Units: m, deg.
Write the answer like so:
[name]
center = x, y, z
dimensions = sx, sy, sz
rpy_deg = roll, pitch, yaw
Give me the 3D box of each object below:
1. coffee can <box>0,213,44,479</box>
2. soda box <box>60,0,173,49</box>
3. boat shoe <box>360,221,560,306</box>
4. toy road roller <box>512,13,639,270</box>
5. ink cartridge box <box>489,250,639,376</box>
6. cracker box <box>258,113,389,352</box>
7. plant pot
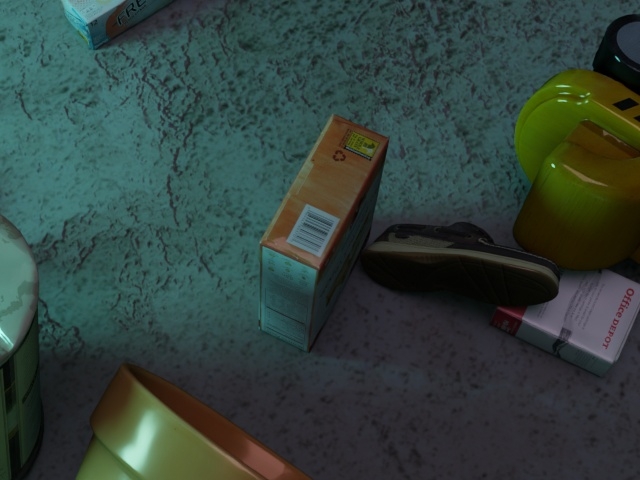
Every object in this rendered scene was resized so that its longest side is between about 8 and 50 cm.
[coffee can]
center = -0.357, 0.112, 1.092
dimensions = 0.202, 0.275, 0.201
rpy_deg = 6, 55, -9
[soda box]
center = -0.219, -0.308, 1.428
dimensions = 0.183, 0.058, 0.063
rpy_deg = -36, 72, -16
[boat shoe]
center = 0.149, 0.015, 1.253
dimensions = 0.224, 0.080, 0.073
rpy_deg = 5, 52, 33
[toy road roller]
center = 0.349, -0.049, 1.231
dimensions = 0.329, 0.202, 0.240
rpy_deg = 36, 56, 16
[ink cartridge box]
center = 0.264, 0.071, 1.276
dimensions = 0.135, 0.056, 0.099
rpy_deg = 26, 68, 10
[cracker box]
center = 0.000, 0.000, 1.201
dimensions = 0.067, 0.232, 0.155
rpy_deg = 25, 67, 7
[plant pot]
center = -0.113, 0.274, 1.065
dimensions = 0.291, 0.291, 0.203
rpy_deg = 33, 85, 12
